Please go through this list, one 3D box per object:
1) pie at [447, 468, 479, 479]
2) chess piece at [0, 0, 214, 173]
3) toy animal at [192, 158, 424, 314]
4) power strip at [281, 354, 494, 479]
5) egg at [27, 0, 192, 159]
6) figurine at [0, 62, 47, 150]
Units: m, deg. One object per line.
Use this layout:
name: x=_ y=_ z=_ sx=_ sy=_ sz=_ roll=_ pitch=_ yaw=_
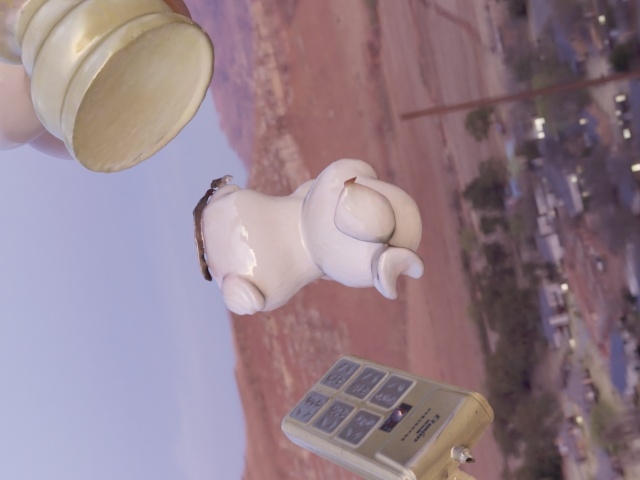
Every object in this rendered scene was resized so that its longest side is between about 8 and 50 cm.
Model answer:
pie: x=0.053 y=0.355 z=0.989 sx=0.075 sy=0.337 sz=0.337 roll=-179 pitch=74 yaw=-70
chess piece: x=-0.221 y=-0.182 z=0.894 sx=0.251 sy=0.144 sz=0.144 roll=40 pitch=163 yaw=21
toy animal: x=0.002 y=-0.005 z=1.433 sx=0.247 sy=0.310 sz=0.183 roll=-37 pitch=-62 yaw=-63
power strip: x=0.041 y=0.114 z=0.700 sx=0.169 sy=0.076 sz=0.028 roll=9 pitch=139 yaw=58
egg: x=-0.362 y=-0.285 z=1.806 sx=0.282 sy=0.351 sz=0.282 roll=44 pitch=-159 yaw=-21
figurine: x=-0.506 y=-0.272 z=1.444 sx=0.226 sy=0.394 sz=0.274 roll=-51 pitch=-33 yaw=-39
